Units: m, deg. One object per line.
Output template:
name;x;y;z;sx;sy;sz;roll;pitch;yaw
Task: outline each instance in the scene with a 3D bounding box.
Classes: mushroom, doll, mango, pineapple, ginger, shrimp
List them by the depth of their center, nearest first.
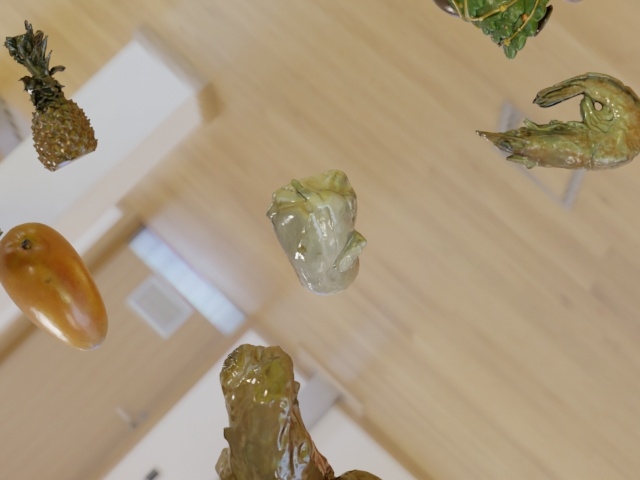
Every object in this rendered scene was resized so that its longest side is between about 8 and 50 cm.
ginger;0.003;0.205;1.127;0.122;0.084;0.290;-13;122;41
doll;0.136;-0.194;1.193;0.113;0.077;0.078;13;153;-15
pineapple;-0.237;-0.123;1.228;0.124;0.058;0.058;65;163;-8
mushroom;0.000;0.002;1.583;0.278;0.099;0.096;76;-177;-66
shrimp;0.308;-0.151;1.827;0.223;0.126;0.047;0;180;-7
mango;-0.372;0.071;2.032;0.145;0.112;0.219;12;143;55

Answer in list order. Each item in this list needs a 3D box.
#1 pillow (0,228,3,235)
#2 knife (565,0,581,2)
pillow;-0.564;-0.037;1.847;0.310;0.283;0.138;44;-160;13
knife;0.248;-0.437;1.899;0.398;0.132;0.038;35;172;-35
